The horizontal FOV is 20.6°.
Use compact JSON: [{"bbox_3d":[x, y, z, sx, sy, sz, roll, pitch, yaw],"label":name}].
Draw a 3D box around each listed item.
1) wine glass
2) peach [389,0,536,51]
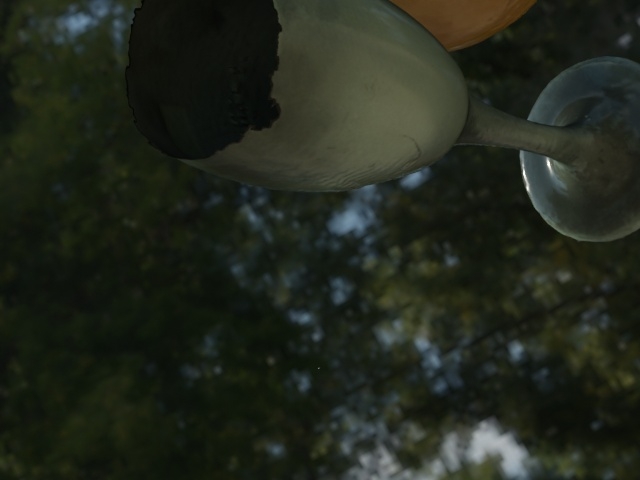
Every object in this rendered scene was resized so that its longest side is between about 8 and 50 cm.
[{"bbox_3d":[0.000,0.000,0.831,0.309,0.096,0.264,6,-50,-50],"label":"wine glass"},{"bbox_3d":[0.040,-0.269,1.105,0.289,0.289,0.308,-12,-47,-36],"label":"peach"}]
